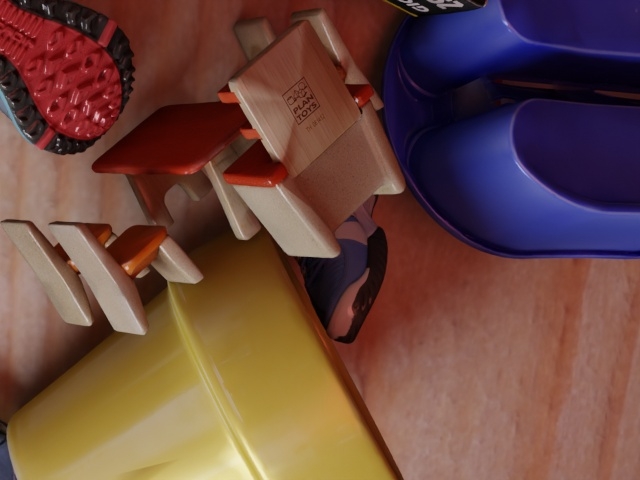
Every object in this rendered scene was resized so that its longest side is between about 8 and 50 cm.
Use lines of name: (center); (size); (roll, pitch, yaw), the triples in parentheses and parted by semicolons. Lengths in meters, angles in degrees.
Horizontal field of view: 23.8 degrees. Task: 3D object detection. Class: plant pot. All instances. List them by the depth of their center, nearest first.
plant pot: (-0.090, 0.145, 1.125); (0.239, 0.254, 0.254); (-27, 113, 0)

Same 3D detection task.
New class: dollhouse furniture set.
dollhouse furniture set: (-0.071, -0.070, 1.047); (0.262, 0.259, 0.135); (-44, 116, -26)

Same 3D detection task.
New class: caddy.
caddy: (0.217, -0.110, 1.235); (0.341, 0.179, 0.241); (1, 78, -25)

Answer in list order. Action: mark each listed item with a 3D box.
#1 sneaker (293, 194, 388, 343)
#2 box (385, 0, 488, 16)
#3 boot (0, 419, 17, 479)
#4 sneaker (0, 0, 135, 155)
sneaker: (0.000, 0.000, 1.155); (0.081, 0.211, 0.080); (16, 122, -17)
box: (0.044, -0.353, 1.074); (0.257, 0.079, 0.322); (19, 80, -39)
boot: (-0.236, 0.199, 1.151); (0.086, 0.069, 0.190); (-48, 115, -4)
sneaker: (-0.230, -0.156, 1.051); (0.104, 0.125, 0.262); (-51, 144, -3)
